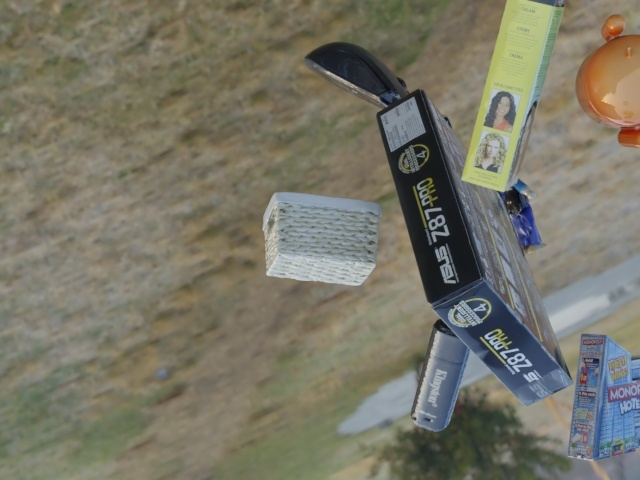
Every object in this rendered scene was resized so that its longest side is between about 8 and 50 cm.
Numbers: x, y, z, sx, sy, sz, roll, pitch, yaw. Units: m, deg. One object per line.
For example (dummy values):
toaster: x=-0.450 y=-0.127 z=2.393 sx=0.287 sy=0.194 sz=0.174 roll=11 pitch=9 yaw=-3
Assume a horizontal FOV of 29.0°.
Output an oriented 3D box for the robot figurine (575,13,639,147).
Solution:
robot figurine: x=0.425 y=-0.217 z=1.715 sx=0.219 sy=0.128 sz=0.158 roll=-37 pitch=150 yaw=-84

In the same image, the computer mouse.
computer mouse: x=0.098 y=-0.260 z=2.030 sx=0.072 sy=0.272 sz=0.188 roll=-61 pitch=158 yaw=3

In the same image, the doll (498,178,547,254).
doll: x=0.357 y=-0.069 z=2.255 sx=0.046 sy=0.189 sz=0.129 roll=-22 pitch=178 yaw=-18

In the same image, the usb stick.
usb stick: x=0.220 y=0.245 z=2.238 sx=0.077 sy=0.045 sz=0.278 roll=12 pitch=133 yaw=3

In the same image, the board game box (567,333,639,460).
board game box: x=0.482 y=0.243 z=2.001 sx=0.194 sy=0.194 sz=0.060 roll=-4 pitch=-178 yaw=-35

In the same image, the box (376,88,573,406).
box: x=0.227 y=0.008 z=1.842 sx=0.097 sy=0.395 sz=0.318 roll=-30 pitch=136 yaw=18

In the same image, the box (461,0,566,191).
box: x=0.226 y=-0.178 z=1.442 sx=0.087 sy=0.058 sz=0.232 roll=-30 pitch=134 yaw=-68

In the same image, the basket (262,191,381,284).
basket: x=0.000 y=0.000 z=1.864 sx=0.167 sy=0.103 sz=0.113 roll=7 pitch=157 yaw=-11
